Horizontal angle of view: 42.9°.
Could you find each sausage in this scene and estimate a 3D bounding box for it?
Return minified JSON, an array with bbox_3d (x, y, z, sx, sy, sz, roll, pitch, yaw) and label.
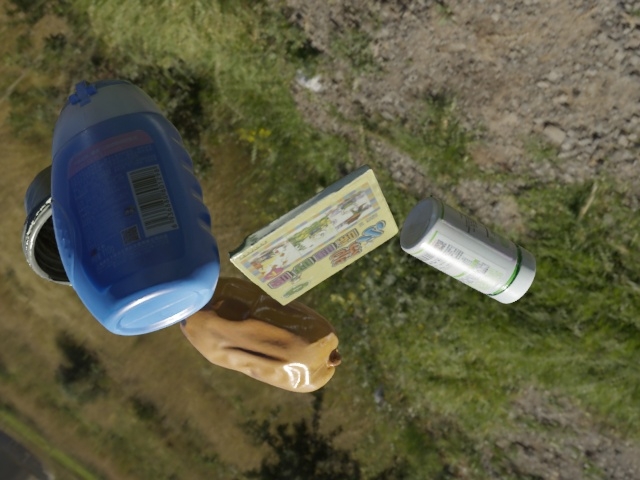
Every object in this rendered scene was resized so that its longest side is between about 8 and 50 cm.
[{"bbox_3d":[-0.085,0.131,1.148,0.241,0.120,0.136,21,149,4],"label":"sausage"}]

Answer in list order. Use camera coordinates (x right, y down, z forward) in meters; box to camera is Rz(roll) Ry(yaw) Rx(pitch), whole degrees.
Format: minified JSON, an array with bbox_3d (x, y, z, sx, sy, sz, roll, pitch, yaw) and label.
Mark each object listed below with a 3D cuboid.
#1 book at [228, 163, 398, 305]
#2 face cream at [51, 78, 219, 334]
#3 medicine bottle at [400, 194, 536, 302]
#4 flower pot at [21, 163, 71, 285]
[{"bbox_3d":[0.000,0.000,0.885,0.013,0.168,0.192,59,-178,23],"label":"book"},{"bbox_3d":[-0.190,-0.045,0.784,0.083,0.149,0.264,59,-171,-65],"label":"face cream"},{"bbox_3d":[0.207,0.014,1.145,0.183,0.086,0.086,28,161,-22],"label":"medicine bottle"},{"bbox_3d":[-0.414,-0.049,1.398,0.140,0.235,0.235,50,167,35],"label":"flower pot"}]
